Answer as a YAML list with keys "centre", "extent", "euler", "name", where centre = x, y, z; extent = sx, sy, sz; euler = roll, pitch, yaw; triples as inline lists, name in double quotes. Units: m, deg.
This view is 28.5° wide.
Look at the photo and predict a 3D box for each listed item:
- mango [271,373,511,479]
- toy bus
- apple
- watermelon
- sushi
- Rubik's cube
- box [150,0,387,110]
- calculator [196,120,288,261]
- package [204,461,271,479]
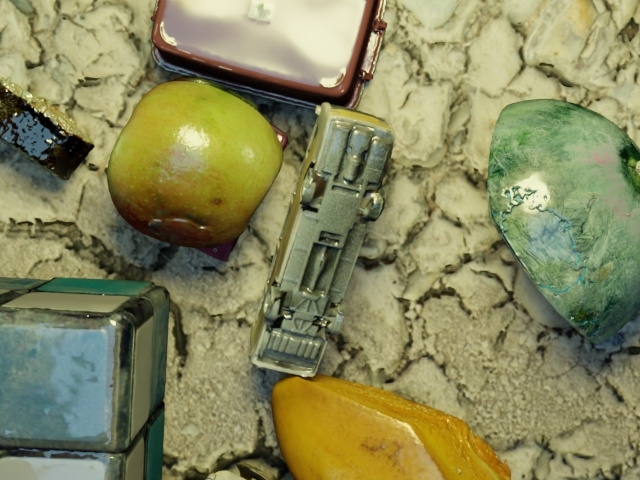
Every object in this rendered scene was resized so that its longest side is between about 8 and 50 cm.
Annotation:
- centre: [0.084, 0.283, 1.574]
  extent: [0.350, 0.201, 0.199]
  euler: [30, 70, 6]
  name: "mango"
- centre: [0.000, 0.000, 1.535]
  extent: [0.097, 0.138, 0.343]
  euler: [14, 111, -9]
  name: "toy bus"
- centre: [-0.151, -0.089, 1.532]
  extent: [0.188, 0.174, 0.207]
  euler: [25, 103, 2]
  name: "apple"
- centre: [0.328, -0.031, 1.535]
  extent: [0.175, 0.188, 0.322]
  euler: [-33, 96, 21]
  name: "watermelon"
- centre: [-0.362, -0.143, 1.593]
  extent: [0.150, 0.090, 0.078]
  euler: [35, 89, 0]
  name: "sushi"
- centre: [-0.358, 0.208, 1.505]
  extent: [0.313, 0.318, 0.316]
  euler: [4, 93, 2]
  name: "Rubik's cube"
- centre: [-0.066, -0.273, 1.545]
  extent: [0.294, 0.167, 0.193]
  euler: [15, 96, -1]
  name: "box"
- centre: [-0.134, -0.082, 1.624]
  extent: [0.126, 0.034, 0.190]
  euler: [27, 93, 0]
  name: "calculator"
- centre: [-0.031, 0.413, 1.539]
  extent: [0.311, 0.221, 0.165]
  euler: [22, 51, 29]
  name: "package"
